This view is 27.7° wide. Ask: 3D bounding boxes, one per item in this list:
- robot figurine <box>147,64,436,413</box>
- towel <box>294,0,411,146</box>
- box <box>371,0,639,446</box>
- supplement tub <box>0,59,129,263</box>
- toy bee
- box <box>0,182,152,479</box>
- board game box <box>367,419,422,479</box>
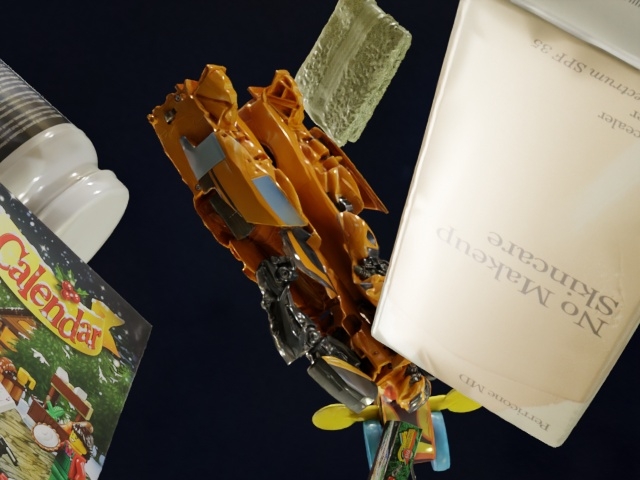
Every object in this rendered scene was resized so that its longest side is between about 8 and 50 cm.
[{"bbox_3d":[0.000,0.000,0.988,0.085,0.211,0.291,-43,-104,25],"label":"robot figurine"},{"bbox_3d":[0.030,-0.183,1.370,0.110,0.027,0.148,49,-60,30],"label":"towel"},{"bbox_3d":[0.135,-0.032,0.706,0.148,0.311,0.121,30,-123,15],"label":"box"},{"bbox_3d":[-0.342,-0.077,1.262,0.272,0.191,0.191,42,-79,7],"label":"supplement tub"},{"bbox_3d":[0.108,0.204,1.493,0.298,0.195,0.162,42,-36,54],"label":"toy bee"},{"bbox_3d":[-0.160,0.009,0.383,0.044,0.233,0.159,-31,-154,27],"label":"box"},{"bbox_3d":[0.047,0.312,1.334,0.030,0.136,0.259,18,-98,-4],"label":"board game box"}]
